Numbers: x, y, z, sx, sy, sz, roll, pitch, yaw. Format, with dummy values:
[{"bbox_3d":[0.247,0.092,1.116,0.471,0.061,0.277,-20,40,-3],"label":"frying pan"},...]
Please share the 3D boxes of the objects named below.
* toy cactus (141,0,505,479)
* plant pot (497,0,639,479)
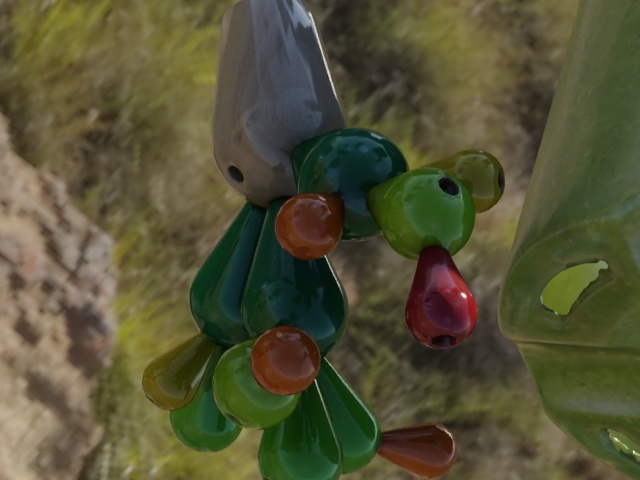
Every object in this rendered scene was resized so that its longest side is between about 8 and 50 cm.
[{"bbox_3d":[0.000,0.000,0.674,0.112,0.219,0.181,-1,68,-14],"label":"toy cactus"},{"bbox_3d":[0.190,-0.040,0.708,0.276,0.276,0.254,34,57,-11],"label":"plant pot"}]
